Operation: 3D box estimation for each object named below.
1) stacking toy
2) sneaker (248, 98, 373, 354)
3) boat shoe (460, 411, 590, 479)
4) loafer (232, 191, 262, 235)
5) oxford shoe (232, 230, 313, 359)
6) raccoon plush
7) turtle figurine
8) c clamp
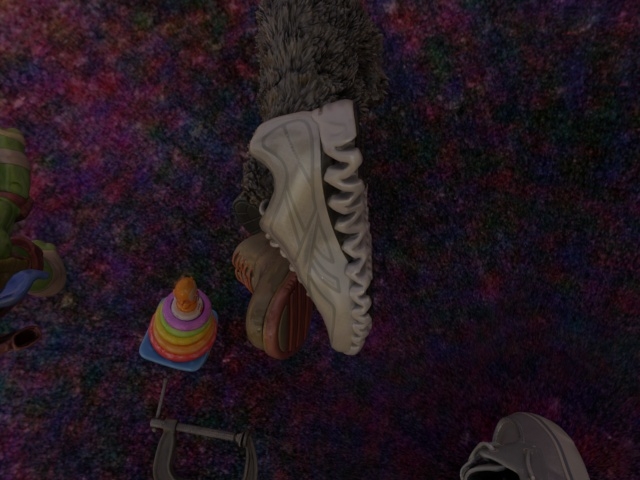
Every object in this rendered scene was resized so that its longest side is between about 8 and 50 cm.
[{"bbox_3d":[-0.310,0.166,0.979,0.165,0.302,0.175,18,52,-9],"label":"stacking toy"},{"bbox_3d":[0.000,0.000,0.471,0.118,0.292,0.110,-5,26,8],"label":"sneaker"},{"bbox_3d":[0.155,0.196,0.332,0.081,0.227,0.079,23,103,9],"label":"boat shoe"},{"bbox_3d":[-0.102,-0.033,1.033,0.096,0.267,0.084,-19,40,35],"label":"loafer"},{"bbox_3d":[-0.081,0.068,0.699,0.146,0.397,0.141,6,103,2],"label":"oxford shoe"},{"bbox_3d":[-0.050,-0.244,0.592,0.216,0.446,0.299,0,54,23],"label":"raccoon plush"},{"bbox_3d":[-0.330,-0.010,0.344,0.274,0.266,0.198,20,66,-13],"label":"turtle figurine"},{"bbox_3d":[-0.153,0.270,0.556,0.160,0.022,0.137,13,78,6],"label":"c clamp"}]
